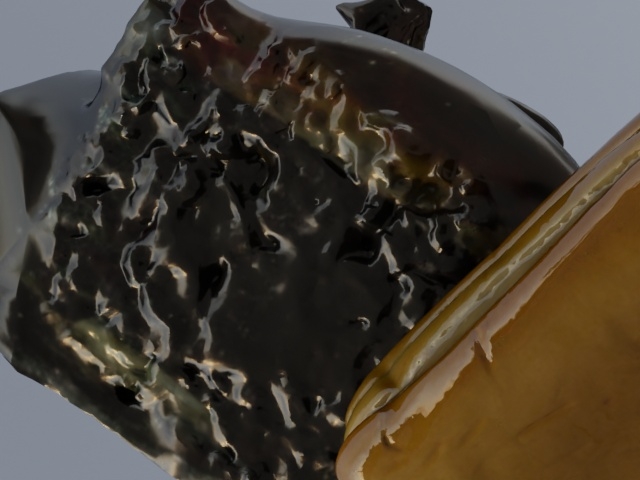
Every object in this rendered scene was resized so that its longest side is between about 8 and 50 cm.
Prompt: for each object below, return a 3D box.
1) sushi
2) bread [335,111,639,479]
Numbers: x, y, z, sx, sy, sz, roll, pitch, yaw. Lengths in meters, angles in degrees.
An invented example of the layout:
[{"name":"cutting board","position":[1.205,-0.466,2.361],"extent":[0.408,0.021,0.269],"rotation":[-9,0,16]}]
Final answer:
[{"name":"sushi","position":[0.001,0.000,0.750],"extent":[0.215,0.227,0.212],"rotation":[9,-66,-52]},{"name":"bread","position":[0.105,0.040,0.595],"extent":[0.116,0.077,0.200],"rotation":[39,-69,-16]}]
